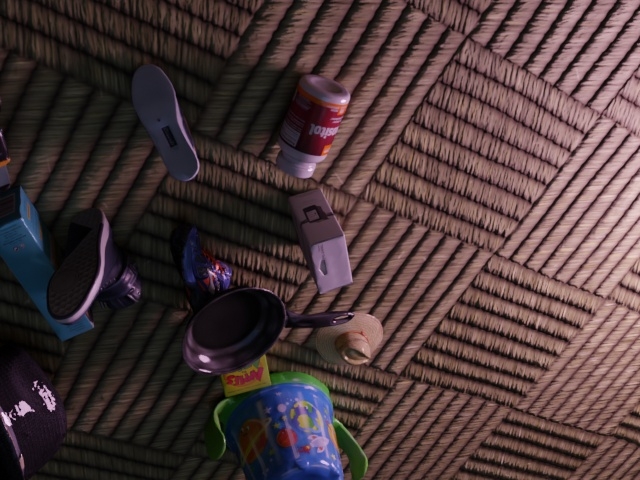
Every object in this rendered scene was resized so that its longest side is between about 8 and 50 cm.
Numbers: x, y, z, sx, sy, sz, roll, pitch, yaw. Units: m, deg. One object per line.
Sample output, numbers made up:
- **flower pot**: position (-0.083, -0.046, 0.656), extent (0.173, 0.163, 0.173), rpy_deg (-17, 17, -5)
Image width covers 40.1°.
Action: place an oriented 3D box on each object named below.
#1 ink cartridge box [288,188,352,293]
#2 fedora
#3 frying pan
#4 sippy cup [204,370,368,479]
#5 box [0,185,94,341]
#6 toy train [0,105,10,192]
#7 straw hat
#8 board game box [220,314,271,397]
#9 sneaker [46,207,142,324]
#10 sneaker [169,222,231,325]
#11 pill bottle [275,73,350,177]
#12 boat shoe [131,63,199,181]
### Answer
- **ink cartridge box**: position (0.000, 0.000, 1.490), extent (0.063, 0.150, 0.109), rpy_deg (-17, 128, -7)
- **fedora**: position (-0.538, 0.295, 1.492), extent (0.152, 0.334, 0.334), rpy_deg (-32, 138, -40)
- **frying pan**: position (-0.098, 0.129, 1.555), extent (0.326, 0.053, 0.197), rpy_deg (-25, 136, -16)
- **sippy cup**: position (-0.061, 0.415, 1.718), extent (0.306, 0.224, 0.240), rpy_deg (-14, 128, -10)
- **box**: position (-0.445, 0.040, 1.399), extent (0.060, 0.100, 0.244), rpy_deg (-24, 128, -3)
- **toy train**: position (-0.580, -0.104, 1.181), extent (0.334, 0.142, 0.190), rpy_deg (-30, 134, -32)
- **straw hat**: position (0.064, 0.212, 1.720), extent (0.145, 0.061, 0.144), rpy_deg (-9, 126, -13)
- **board game box**: position (-0.153, 0.208, 1.654), extent (0.092, 0.043, 0.181), rpy_deg (-14, 127, -9)
- **sneaker**: position (-0.350, 0.080, 1.387), extent (0.086, 0.226, 0.163), rpy_deg (-8, 132, 11)
- **sneaker**: position (-0.201, 0.050, 1.514), extent (0.087, 0.083, 0.221), rpy_deg (-23, 137, -13)
- **pill bottle**: position (-0.017, -0.180, 1.399), extent (0.086, 0.086, 0.152), rpy_deg (9, 121, -24)
- **boat shoe**: position (-0.238, -0.178, 1.344), extent (0.065, 0.083, 0.183), rpy_deg (-20, 101, -5)
